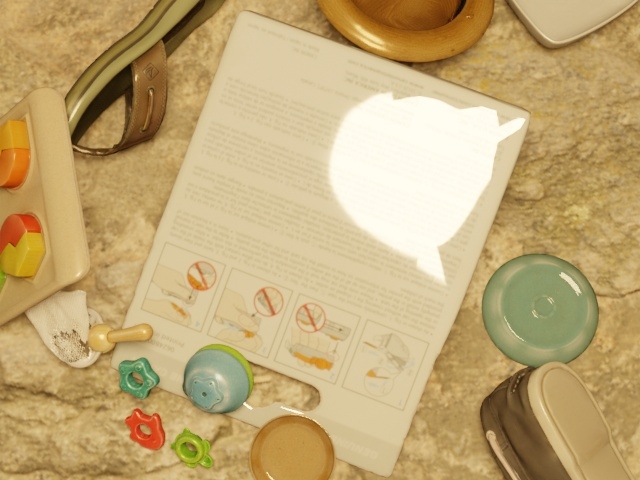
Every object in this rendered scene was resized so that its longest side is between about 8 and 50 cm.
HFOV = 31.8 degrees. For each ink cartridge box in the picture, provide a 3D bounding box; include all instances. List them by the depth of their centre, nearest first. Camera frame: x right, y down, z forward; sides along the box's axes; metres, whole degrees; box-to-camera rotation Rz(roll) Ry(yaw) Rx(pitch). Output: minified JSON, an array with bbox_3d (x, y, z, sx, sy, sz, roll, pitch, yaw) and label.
[{"bbox_3d":[0.000,0.000,1.132,0.308,0.091,0.384,21,92,5],"label":"ink cartridge box"}]

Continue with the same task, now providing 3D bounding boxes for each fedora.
[{"bbox_3d":[0.083,-0.254,1.184,0.194,0.079,0.194,4,69,-11],"label":"fedora"}]

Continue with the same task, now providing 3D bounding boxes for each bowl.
[{"bbox_3d":[0.262,-0.279,1.211,0.142,0.053,0.142,-31,76,-9],"label":"bowl"}]

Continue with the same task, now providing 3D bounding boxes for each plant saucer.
[{"bbox_3d":[-0.027,0.209,1.084,0.084,0.015,0.083,0,85,2],"label":"plant saucer"},{"bbox_3d":[0.223,0.068,1.130,0.119,0.021,0.119,0,75,-1],"label":"plant saucer"}]

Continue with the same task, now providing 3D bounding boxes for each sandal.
[{"bbox_3d":[-0.182,-0.156,1.141,0.086,0.120,0.302,42,77,-4],"label":"sandal"}]

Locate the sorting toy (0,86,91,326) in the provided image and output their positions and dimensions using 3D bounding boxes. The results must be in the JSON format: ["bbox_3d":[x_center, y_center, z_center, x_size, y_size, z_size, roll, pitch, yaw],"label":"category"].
[{"bbox_3d":[-0.306,-0.023,1.077,0.208,0.038,0.193,-25,70,39],"label":"sorting toy"}]

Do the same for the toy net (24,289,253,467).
[{"bbox_3d":[-0.185,0.122,1.091,0.232,0.045,0.122,28,114,7],"label":"toy net"}]

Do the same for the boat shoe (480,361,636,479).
[{"bbox_3d":[0.257,0.275,1.049,0.112,0.095,0.335,-16,76,-42],"label":"boat shoe"}]
